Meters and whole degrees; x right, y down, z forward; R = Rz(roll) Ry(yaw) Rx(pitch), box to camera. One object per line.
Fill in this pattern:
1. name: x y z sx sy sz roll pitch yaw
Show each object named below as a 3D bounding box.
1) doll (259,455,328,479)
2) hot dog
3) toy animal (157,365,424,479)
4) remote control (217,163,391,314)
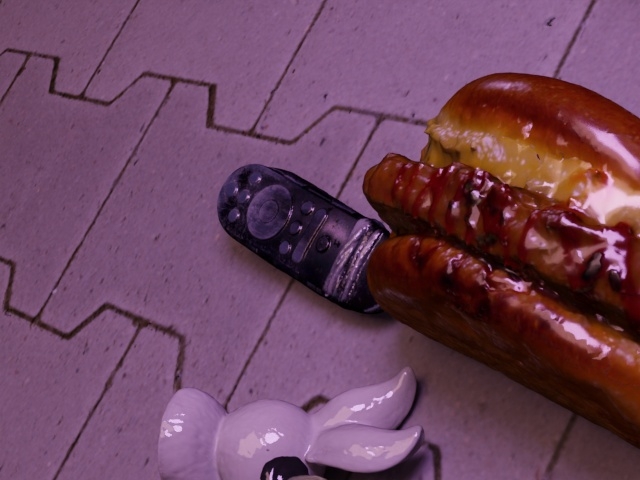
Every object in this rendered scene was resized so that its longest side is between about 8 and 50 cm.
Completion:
1. doll: 0.033 0.248 0.959 0.234 0.135 0.143 20 74 52
2. hot dog: 0.175 0.009 0.934 0.405 0.223 0.185 26 77 48
3. toy animal: -0.015 0.184 1.096 0.220 0.131 0.104 -2 23 13
4. remote control: 0.000 0.000 1.230 0.266 0.066 0.090 32 98 45
